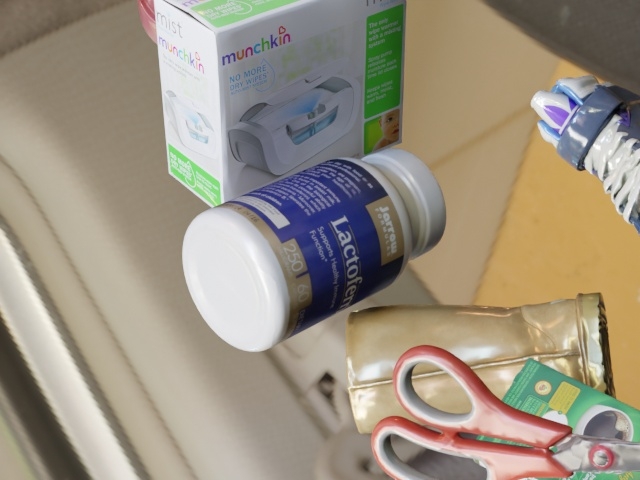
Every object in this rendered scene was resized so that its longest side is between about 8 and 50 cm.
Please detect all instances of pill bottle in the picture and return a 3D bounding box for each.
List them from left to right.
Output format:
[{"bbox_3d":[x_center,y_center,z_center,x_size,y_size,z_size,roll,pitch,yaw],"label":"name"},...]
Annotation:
[{"bbox_3d":[0.000,0.000,1.329,0.264,0.153,0.153,-26,-39,-37],"label":"pill bottle"}]

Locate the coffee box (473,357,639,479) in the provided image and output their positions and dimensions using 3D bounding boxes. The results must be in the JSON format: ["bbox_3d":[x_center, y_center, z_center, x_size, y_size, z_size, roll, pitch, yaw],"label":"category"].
[{"bbox_3d":[0.243,0.194,1.149,0.113,0.184,0.040,-53,-29,-24],"label":"coffee box"}]

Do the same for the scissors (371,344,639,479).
[{"bbox_3d":[0.168,0.147,0.831,0.021,0.297,0.109,-22,-58,-59],"label":"scissors"}]

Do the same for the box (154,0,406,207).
[{"bbox_3d":[-0.041,-0.190,1.416,0.262,0.127,0.231,-24,-47,-30],"label":"box"}]

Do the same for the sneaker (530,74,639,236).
[{"bbox_3d":[0.366,-0.102,1.599,0.323,0.236,0.130,-71,6,-59],"label":"sneaker"}]

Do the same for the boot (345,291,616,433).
[{"bbox_3d":[0.165,0.173,1.299,0.089,0.269,0.236,42,-137,-61],"label":"boot"}]

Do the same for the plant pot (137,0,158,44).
[{"bbox_3d":[-0.166,-0.390,1.809,0.201,0.201,0.180,-43,-20,-23],"label":"plant pot"}]
